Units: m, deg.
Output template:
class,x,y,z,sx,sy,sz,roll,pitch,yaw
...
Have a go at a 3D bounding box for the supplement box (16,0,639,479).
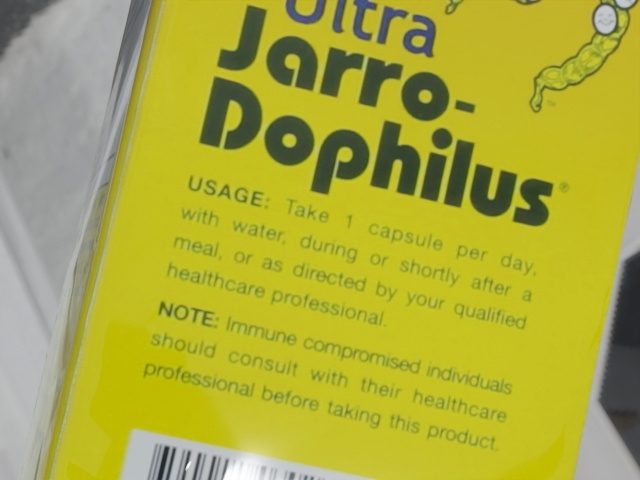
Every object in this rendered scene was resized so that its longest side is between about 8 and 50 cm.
class,x,y,z,sx,sy,sz,roll,pitch,yaw
supplement box,0.000,0.000,0.631,0.195,0.356,0.194,14,176,-12
